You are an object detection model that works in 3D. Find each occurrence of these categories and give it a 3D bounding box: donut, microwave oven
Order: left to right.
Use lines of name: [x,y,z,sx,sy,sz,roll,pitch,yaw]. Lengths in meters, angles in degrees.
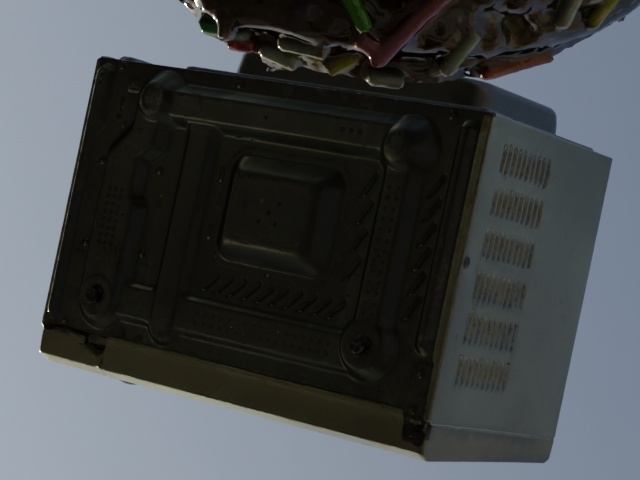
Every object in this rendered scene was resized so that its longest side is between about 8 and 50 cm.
microwave oven: [0.000,0.000,0.990,0.241,0.145,0.194,11,-88,35]
donut: [0.025,-0.168,0.779,0.270,0.270,0.103,28,-46,24]
